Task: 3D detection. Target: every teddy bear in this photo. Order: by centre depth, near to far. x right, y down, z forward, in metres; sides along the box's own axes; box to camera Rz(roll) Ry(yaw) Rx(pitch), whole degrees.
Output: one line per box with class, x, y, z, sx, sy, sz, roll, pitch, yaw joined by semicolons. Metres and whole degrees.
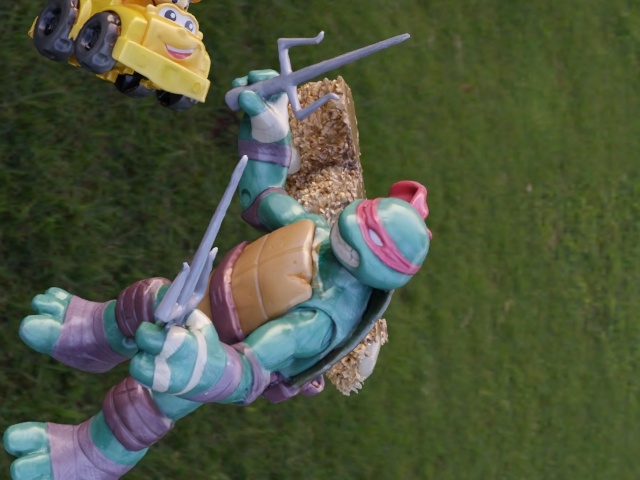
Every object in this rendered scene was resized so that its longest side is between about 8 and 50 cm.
teddy bear;0.000;0.000;1.210;0.245;0.113;0.338;-79;160;-74

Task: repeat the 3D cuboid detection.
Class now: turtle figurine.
turtle figurine;-0.037;0.021;0.489;0.118;0.234;0.175;45;29;-20

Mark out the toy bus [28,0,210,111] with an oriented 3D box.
toy bus;-0.198;-0.271;1.282;0.149;0.220;0.211;25;89;-43
